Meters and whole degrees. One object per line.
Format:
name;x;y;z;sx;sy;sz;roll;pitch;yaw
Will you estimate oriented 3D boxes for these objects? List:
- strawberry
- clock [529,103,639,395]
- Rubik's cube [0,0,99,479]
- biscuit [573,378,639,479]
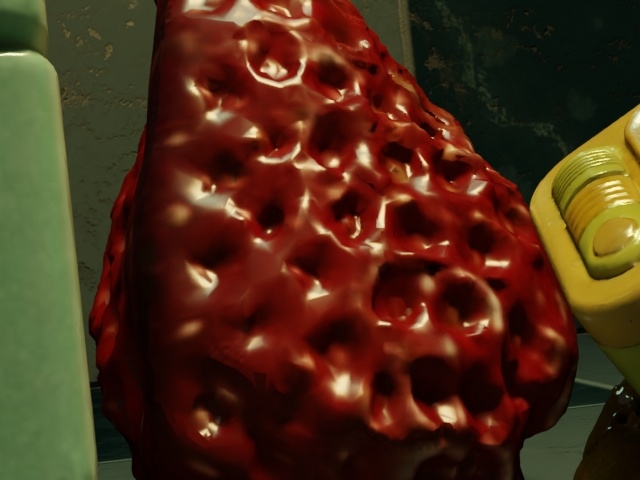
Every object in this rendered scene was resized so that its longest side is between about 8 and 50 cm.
strawberry;0.000;0.000;0.885;0.295;0.345;0.317;-8;-2;20
clock;0.189;-0.025;0.575;0.202;0.096;0.143;-36;18;12
Rubik's cube;-0.265;0.036;0.571;0.316;0.321;0.319;-7;-2;-18
biscuit;0.187;0.071;0.576;0.226;0.042;0.226;-33;23;16
